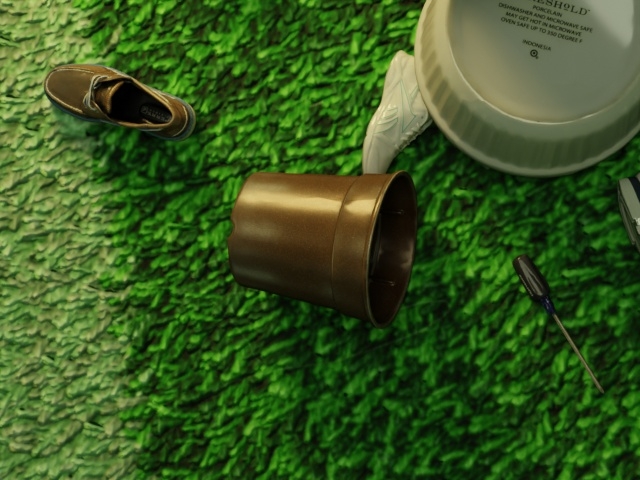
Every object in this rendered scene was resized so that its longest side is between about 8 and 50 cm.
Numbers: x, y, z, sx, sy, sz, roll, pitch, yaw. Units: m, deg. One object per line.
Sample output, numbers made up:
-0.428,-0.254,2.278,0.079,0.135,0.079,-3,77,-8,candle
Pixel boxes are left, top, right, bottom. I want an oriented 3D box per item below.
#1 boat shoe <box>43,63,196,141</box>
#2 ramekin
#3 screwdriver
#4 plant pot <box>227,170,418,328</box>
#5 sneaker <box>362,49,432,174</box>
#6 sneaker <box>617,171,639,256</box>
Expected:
-0.230,-0.161,1.777,0.183,0.066,0.066,14,88,12,boat shoe
0.231,-0.206,1.643,0.272,0.127,0.273,0,82,4,ramekin
0.251,0.090,1.690,0.025,0.024,0.170,-30,87,37,screwdriver
0.000,0.000,1.679,0.165,0.167,0.167,8,87,19,plant pot
0.086,-0.127,1.720,0.061,0.053,0.152,19,89,9,sneaker
0.386,0.029,1.636,0.094,0.090,0.235,-20,83,-1,sneaker
